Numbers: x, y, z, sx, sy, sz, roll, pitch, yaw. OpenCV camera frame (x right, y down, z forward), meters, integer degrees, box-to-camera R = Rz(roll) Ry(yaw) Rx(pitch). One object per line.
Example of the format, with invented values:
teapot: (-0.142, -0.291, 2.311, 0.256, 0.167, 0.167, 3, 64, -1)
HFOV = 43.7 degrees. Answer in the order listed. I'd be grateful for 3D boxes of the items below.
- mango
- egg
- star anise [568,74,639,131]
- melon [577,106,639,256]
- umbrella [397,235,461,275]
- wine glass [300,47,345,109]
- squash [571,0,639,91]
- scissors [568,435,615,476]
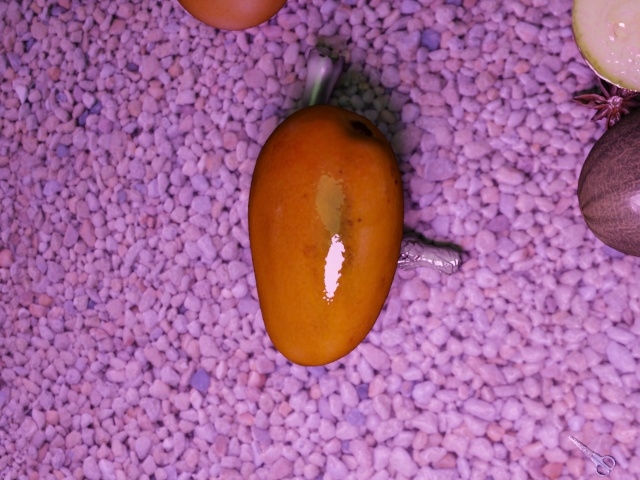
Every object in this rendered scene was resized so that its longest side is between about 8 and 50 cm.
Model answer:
mango: (0.000, 0.000, 1.332, 0.300, 0.232, 0.446, 21, 107, 51)
egg: (-0.158, -0.533, 1.414, 0.250, 0.250, 0.323, -7, 77, 19)
star anise: (0.482, -0.228, 1.274, 0.129, 0.056, 0.124, -45, 76, 28)
melon: (0.525, -0.092, 1.158, 0.301, 0.237, 0.238, -22, 80, 22)
umbrella: (0.170, 0.027, 1.371, 0.143, 0.062, 0.067, 9, 55, 10)
wine glass: (-0.005, -0.263, 1.444, 0.072, 0.072, 0.156, 17, 94, 19)
squash: (0.488, -0.339, 1.142, 0.252, 0.049, 0.252, 5, 106, 19)
scissors: (0.435, 0.344, 1.290, 0.083, 0.006, 0.036, 41, 98, 17)
